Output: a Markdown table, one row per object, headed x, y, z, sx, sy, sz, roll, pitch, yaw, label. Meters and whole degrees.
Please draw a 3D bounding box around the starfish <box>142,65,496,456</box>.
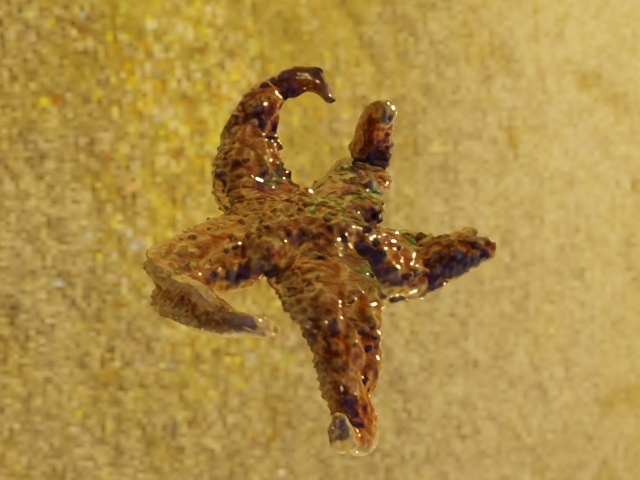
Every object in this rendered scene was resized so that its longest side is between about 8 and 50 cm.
| x | y | z | sx | sy | sz | roll | pitch | yaw | label |
| --- | --- | --- | --- | --- | --- | --- | --- | --- | --- |
| -0.001 | 0.008 | 0.672 | 0.209 | 0.150 | 0.053 | -104 | -163 | -46 | starfish |
